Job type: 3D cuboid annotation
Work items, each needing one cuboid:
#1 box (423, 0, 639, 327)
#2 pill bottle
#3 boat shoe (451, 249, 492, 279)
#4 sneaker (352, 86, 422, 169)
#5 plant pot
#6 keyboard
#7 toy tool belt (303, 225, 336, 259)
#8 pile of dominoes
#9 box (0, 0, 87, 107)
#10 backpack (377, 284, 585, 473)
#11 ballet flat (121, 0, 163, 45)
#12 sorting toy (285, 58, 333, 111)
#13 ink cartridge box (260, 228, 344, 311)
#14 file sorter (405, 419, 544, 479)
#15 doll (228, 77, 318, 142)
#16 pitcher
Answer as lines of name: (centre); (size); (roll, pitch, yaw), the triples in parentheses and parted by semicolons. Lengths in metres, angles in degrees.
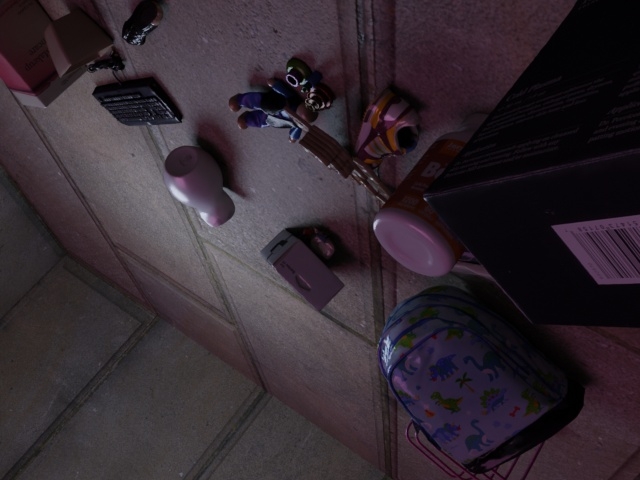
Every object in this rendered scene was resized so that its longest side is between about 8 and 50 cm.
box: (0.314, -0.100, 0.580); (0.179, 0.312, 0.343); (46, 157, -17)
pill bottle: (0.176, -0.066, 0.982); (0.121, 0.216, 0.121); (32, 157, 16)
boat shoe: (0.227, 0.010, 1.210); (0.255, 0.079, 0.095); (13, 173, 41)
sneaker: (0.104, -0.149, 1.130); (0.084, 0.069, 0.185); (39, 159, 14)
plant pot: (-0.519, -0.421, 1.549); (0.109, 0.109, 0.096); (-3, 121, 59)
keyboard: (-0.450, -0.338, 1.685); (0.317, 0.033, 0.201); (8, 142, 51)
toy tool belt: (0.000, 0.000, 1.599); (0.083, 0.052, 0.051); (45, -159, -1)
pile of dominoes: (0.041, -0.110, 1.216); (0.196, 0.040, 0.251); (39, 179, 34)
box: (-0.681, -0.442, 1.689); (0.127, 0.148, 0.232); (16, 149, 43)
backpack: (0.270, 0.251, 1.384); (0.290, 0.273, 0.355); (-39, 84, 24)
ballet flat: (-0.323, -0.404, 1.361); (0.049, 0.057, 0.173); (4, 177, -31)
sorting toy: (-0.024, -0.245, 1.183); (0.102, 0.042, 0.061); (43, 157, -7)
ink cartridge box: (-0.045, 0.064, 1.661); (0.153, 0.087, 0.208); (46, 177, -14)
file sorter: (0.356, 0.445, 1.712); (0.202, 0.182, 0.291); (41, 158, -4)
doll: (-0.075, -0.225, 1.294); (0.189, 0.046, 0.129); (7, 133, 42)
pitcher: (-0.296, -0.146, 1.714); (0.177, 0.125, 0.207); (48, 173, 29)
